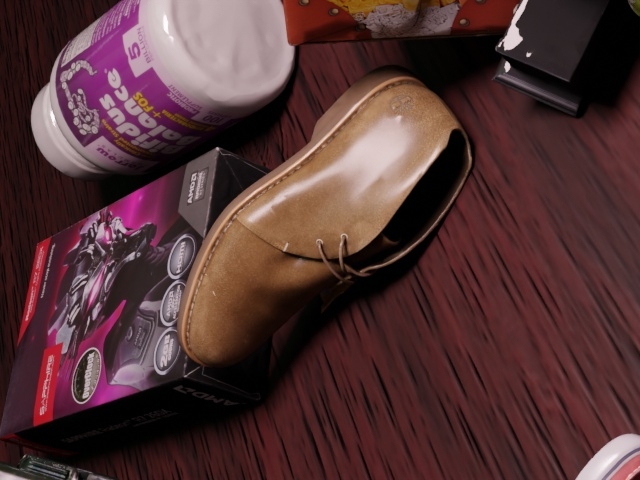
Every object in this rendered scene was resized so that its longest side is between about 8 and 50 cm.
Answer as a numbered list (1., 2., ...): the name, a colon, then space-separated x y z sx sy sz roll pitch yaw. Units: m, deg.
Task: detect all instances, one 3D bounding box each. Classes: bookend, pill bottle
1. bookend: 0.170 -0.181 0.984 0.072 0.156 0.157 27 95 18
2. pill bottle: -0.177 -0.166 1.473 0.301 0.169 0.169 -25 51 47

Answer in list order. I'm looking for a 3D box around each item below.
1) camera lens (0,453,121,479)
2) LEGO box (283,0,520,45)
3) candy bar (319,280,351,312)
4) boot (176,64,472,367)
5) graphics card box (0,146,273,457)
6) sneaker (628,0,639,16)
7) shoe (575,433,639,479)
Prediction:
1. camera lens: -0.221 0.331 1.190 0.219 0.219 0.274 0 71 55
2. LEGO box: 0.051 -0.459 1.106 0.372 0.193 0.500 85 -177 -52
3. candy bar: -0.001 -0.003 1.260 0.040 0.018 0.161 -47 38 28
4. boot: 0.000 0.000 1.160 0.305 0.112 0.115 -50 47 8
5. graphics card box: -0.184 0.074 1.411 0.371 0.094 0.232 -20 54 48
6. sneaker: 0.292 -0.200 0.887 0.240 0.091 0.126 10 79 58
7. shoe: 0.176 0.209 0.837 0.081 0.063 0.178 36 106 56
